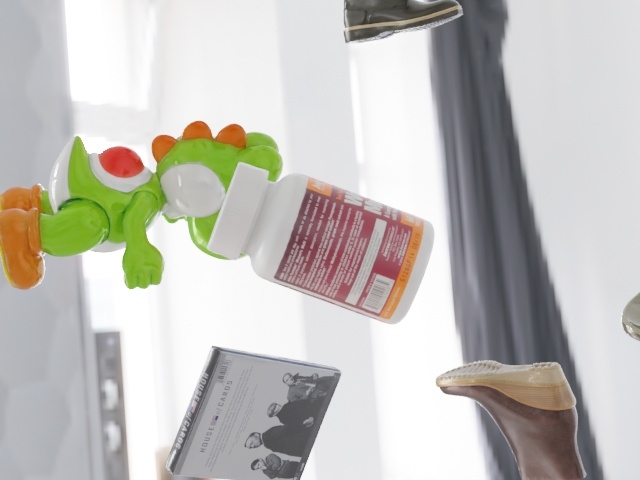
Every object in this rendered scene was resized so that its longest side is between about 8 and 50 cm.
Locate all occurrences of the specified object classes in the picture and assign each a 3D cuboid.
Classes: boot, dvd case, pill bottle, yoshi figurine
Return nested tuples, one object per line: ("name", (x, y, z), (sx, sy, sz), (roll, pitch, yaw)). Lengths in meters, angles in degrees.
("boot", (0.317, 0.310, 2.473), (0.248, 0.206, 0.090), (-4, 13, 34))
("dvd case", (-0.087, 0.241, 1.990), (0.239, 0.179, 0.030), (15, 9, -46))
("pill bottle", (0.000, 0.000, 1.563), (0.221, 0.121, 0.121), (20, -6, -5))
("boot", (0.121, -0.400, 2.355), (0.198, 0.137, 0.077), (-9, 1, 17))
("yoshi figurine", (-0.213, -0.022, 1.856), (0.362, 0.203, 0.203), (-16, -19, 0))

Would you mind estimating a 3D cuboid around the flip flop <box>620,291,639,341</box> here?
("flip flop", (0.536, 0.057, 2.134), (0.277, 0.080, 0.112), (-35, 43, -26))
